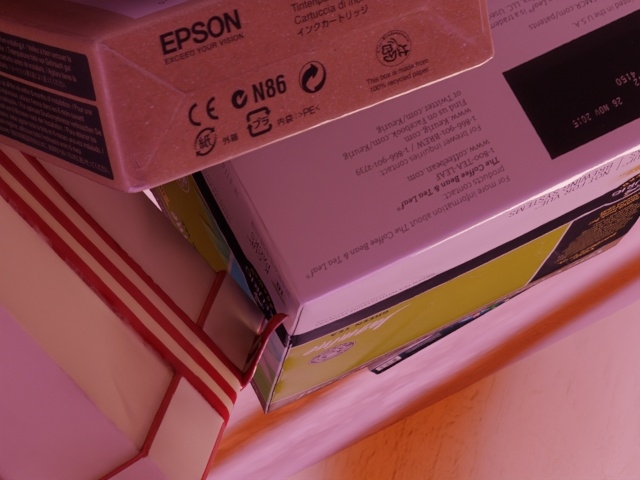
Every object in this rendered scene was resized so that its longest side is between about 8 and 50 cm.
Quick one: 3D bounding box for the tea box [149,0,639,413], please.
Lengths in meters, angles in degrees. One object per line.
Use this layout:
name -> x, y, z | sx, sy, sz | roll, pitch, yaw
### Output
tea box -> 0.067, -0.066, 1.411 | 0.329, 0.220, 0.323 | -25, 165, -14

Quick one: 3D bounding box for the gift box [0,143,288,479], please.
gift box -> -0.182, 0.086, 1.211 | 0.276, 0.258, 0.255 | -31, -161, 29

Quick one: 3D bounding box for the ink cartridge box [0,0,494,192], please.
ink cartridge box -> -0.056, -0.116, 1.071 | 0.235, 0.088, 0.193 | -23, -156, -27

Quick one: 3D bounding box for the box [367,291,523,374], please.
box -> 0.114, 0.005, 1.906 | 0.233, 0.159, 0.044 | -30, 165, 7
